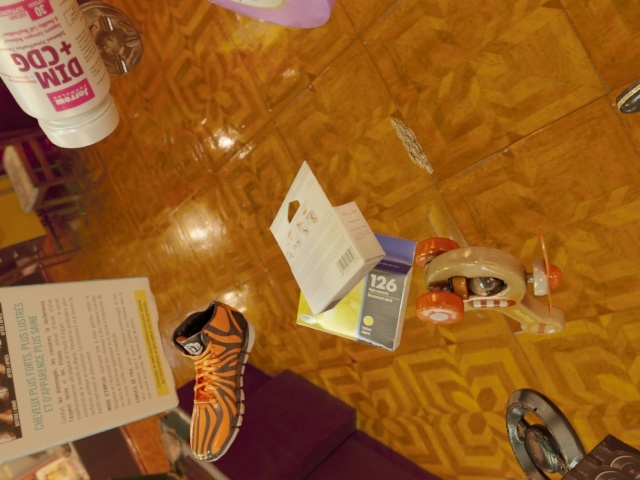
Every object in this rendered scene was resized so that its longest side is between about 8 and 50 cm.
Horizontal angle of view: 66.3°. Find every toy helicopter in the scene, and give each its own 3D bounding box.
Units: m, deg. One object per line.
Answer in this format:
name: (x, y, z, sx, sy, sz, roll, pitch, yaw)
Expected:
toy helicopter: (0.350, 0.095, 0.892, 0.235, 0.355, 0.140, -27, 45, 42)

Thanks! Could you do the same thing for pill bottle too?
pill bottle: (-0.457, -0.306, 0.823, 0.160, 0.160, 0.283, 36, 152, 28)

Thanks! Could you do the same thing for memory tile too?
memory tile: (0.222, -0.230, 1.196, 0.148, 0.012, 0.113, 50, -175, -37)

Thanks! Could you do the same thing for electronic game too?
electronic game: (0.435, 0.401, 0.948, 0.229, 0.048, 0.229, 166, 90, -78)

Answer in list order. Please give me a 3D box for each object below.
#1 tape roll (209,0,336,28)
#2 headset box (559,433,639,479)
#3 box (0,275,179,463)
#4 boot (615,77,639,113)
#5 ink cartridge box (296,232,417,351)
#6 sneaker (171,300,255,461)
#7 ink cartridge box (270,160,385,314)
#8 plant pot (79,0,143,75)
tape roll: (-0.102, -0.294, 0.432, 0.275, 0.275, 0.090, 28, 100, 33)
headset box: (0.293, 0.323, 0.351, 0.283, 0.131, 0.246, 26, 141, 58)
box: (-0.210, 0.084, 0.279, 0.060, 0.244, 0.100, -30, 72, 36)
boot: (0.594, -0.217, 0.771, 0.198, 0.077, 0.137, -25, 68, 33)
ink cartridge box: (0.095, 0.125, 1.386, 0.304, 0.072, 0.307, 12, 104, 23)
sneaker: (-0.243, 0.274, 1.014, 0.125, 0.321, 0.180, -13, 142, 23)
ink cartridge box: (0.000, 0.000, 1.039, 0.238, 0.060, 0.275, 62, 148, 19)
plant pot: (-0.486, -0.453, 1.123, 0.165, 0.167, 0.167, 40, 135, 49)
